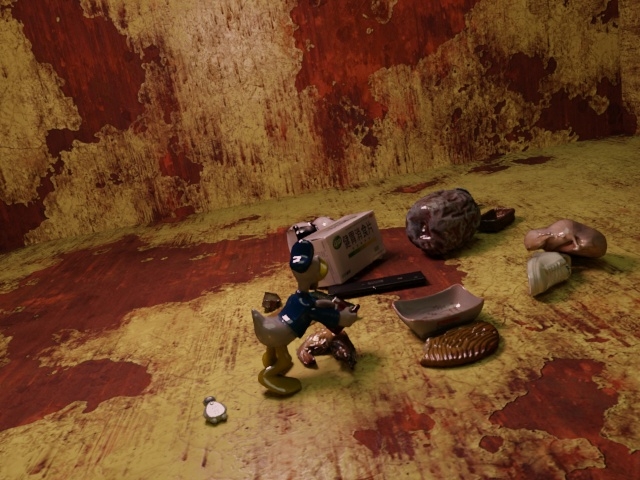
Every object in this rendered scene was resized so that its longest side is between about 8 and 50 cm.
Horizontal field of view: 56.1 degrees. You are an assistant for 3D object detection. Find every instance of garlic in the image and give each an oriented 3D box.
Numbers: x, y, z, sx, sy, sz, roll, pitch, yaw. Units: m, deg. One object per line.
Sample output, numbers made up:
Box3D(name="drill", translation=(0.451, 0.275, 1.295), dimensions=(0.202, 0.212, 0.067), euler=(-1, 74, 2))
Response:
Box3D(name="garlic", translation=(0.762, -0.004, 1.828), dimensions=(0.217, 0.110, 0.228), euler=(13, -3, -8))

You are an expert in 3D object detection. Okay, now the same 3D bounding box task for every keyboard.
Box3D(name="keyboard", translation=(0.181, 0.147, 1.941), dimensions=(0.316, 0.027, 0.106), euler=(-10, 12, 3))

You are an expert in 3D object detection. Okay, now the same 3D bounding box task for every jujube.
Box3D(name="jujube", translation=(0.452, -0.071, 2.188), dimensions=(0.226, 0.226, 0.317), euler=(4, 16, 42))

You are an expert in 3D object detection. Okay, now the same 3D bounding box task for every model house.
Box3D(name="model house", translation=(-0.159, 0.196, 1.954), dimensions=(0.058, 0.057, 0.083), euler=(15, -6, -5))

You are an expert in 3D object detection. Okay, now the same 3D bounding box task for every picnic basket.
Box3D(name="picnic basket", translation=(0.690, -0.082, 2.367), dimensions=(0.110, 0.055, 0.193), euler=(3, 20, 42))

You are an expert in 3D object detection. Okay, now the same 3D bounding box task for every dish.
Box3D(name="dish", translation=(0.314, 0.193, 1.591), dimensions=(0.212, 0.077, 0.151), euler=(-14, 17, -12))

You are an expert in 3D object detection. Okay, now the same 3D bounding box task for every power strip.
Box3D(name="power strip", translation=(-0.241, 0.388, 1.362), dimensions=(0.055, 0.035, 0.083), euler=(-17, 30, -24))

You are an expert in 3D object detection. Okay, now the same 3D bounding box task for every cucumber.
Box3D(name="cucumber", translation=(0.032, 0.191, 1.843), dimensions=(0.043, 0.044, 0.256), euler=(-37, 24, -20))

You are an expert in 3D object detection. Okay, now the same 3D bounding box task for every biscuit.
Box3D(name="biscuit", translation=(0.343, 0.246, 1.467), dimensions=(0.176, 0.031, 0.228), euler=(0, 19, 29))

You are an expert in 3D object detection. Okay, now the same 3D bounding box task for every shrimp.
Box3D(name="shrimp", translation=(0.020, 0.284, 1.531), dimensions=(0.143, 0.052, 0.251), euler=(-26, 13, -12))

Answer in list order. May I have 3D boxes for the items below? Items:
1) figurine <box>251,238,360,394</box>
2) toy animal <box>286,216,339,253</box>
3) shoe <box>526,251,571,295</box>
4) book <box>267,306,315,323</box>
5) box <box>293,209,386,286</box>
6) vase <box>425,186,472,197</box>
Box3D(name="figurine", translation=(-0.024, 0.163, 1.458), dimensions=(0.283, 0.339, 0.204), euler=(-5, 18, -23))
Box3D(name="toy animal", translation=(-0.005, -0.007, 2.347), dimensions=(0.235, 0.165, 0.187), euler=(-18, -1, -17))
Box3D(name="shoe", translation=(0.659, 0.086, 1.721), dimensions=(0.110, 0.095, 0.265), euler=(-2, 15, 25))
Box3D(name="book", translation=(-0.067, 0.227, 1.840), dimensions=(0.118, 0.012, 0.172), euler=(-24, 21, -40))
Box3D(name="box", translation=(0.075, 0.028, 2.120), dimensions=(0.145, 0.173, 0.332), euler=(-13, 11, 41))
Box3D(name="vase", translation=(0.520, -0.135, 2.509), dimensions=(0.165, 0.165, 0.360), euler=(0, 15, 33))
